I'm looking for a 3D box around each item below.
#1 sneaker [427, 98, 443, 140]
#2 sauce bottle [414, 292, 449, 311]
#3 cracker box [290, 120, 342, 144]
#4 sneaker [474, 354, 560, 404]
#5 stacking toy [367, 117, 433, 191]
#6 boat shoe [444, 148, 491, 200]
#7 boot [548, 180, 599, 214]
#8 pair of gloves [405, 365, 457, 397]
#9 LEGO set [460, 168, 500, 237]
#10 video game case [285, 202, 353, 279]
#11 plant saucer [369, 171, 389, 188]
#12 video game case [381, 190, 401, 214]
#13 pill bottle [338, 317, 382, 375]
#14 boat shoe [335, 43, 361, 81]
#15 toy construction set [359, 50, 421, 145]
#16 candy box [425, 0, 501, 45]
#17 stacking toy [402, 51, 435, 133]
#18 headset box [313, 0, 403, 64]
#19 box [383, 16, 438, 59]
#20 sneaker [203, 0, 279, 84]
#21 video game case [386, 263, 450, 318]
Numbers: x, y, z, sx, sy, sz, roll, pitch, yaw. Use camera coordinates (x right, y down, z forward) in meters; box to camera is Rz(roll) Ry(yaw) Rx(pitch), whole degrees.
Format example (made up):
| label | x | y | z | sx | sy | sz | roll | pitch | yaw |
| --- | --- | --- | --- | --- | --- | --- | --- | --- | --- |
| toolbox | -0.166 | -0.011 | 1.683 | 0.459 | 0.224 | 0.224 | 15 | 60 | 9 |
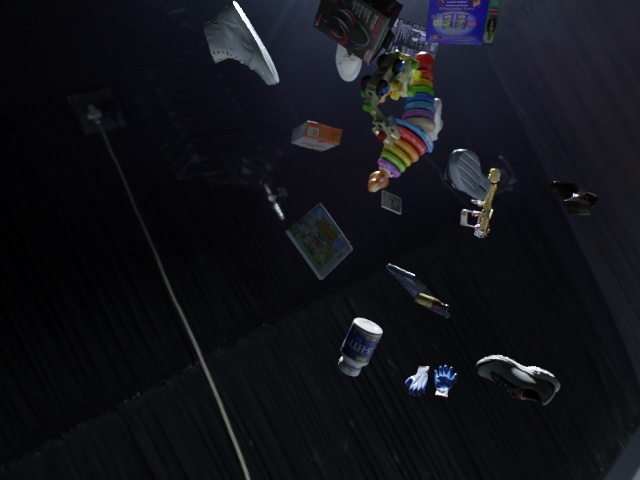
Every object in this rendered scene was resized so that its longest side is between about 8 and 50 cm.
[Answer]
| label | x | y | z | sx | sy | sz | roll | pitch | yaw |
| --- | --- | --- | --- | --- | --- | --- | --- | --- | --- |
| sneaker | 0.544 | -0.568 | 2.250 | 0.094 | 0.080 | 0.212 | -7 | -48 | -19 |
| sauce bottle | 0.428 | 0.241 | 1.837 | 0.042 | 0.128 | 0.042 | -51 | -26 | -38 |
| cracker box | -0.023 | -0.442 | 2.041 | 0.156 | 0.067 | 0.232 | 10 | 0 | -19 |
| sneaker | 0.636 | 0.462 | 1.581 | 0.272 | 0.100 | 0.108 | 7 | 41 | 45 |
| stacking toy | 0.285 | -0.312 | 1.870 | 0.301 | 0.166 | 0.175 | -53 | -40 | -2 |
| boat shoe | 0.484 | -0.222 | 1.644 | 0.335 | 0.119 | 0.121 | 29 | -93 | -55 |
| boot | 0.510 | -0.086 | 0.982 | 0.107 | 0.037 | 0.114 | 24 | 33 | 33 |
| pair of gloves | 0.439 | 0.559 | 1.900 | 0.198 | 0.023 | 0.159 | -5 | 29 | 30 |
| LEGO set | 0.620 | -0.141 | 1.867 | 0.107 | 0.286 | 0.132 | 14 | 31 | 25 |
| video game case | 0.000 | 0.000 | 1.688 | 0.193 | 0.212 | 0.023 | -42 | 11 | -37 |
| plant saucer | 0.242 | -0.252 | 1.960 | 0.084 | 0.083 | 0.015 | -26 | -22 | -14 |
| video game case | 0.343 | -0.183 | 2.298 | 0.122 | 0.087 | 0.011 | 18 | -28 | -30 |
| pill bottle | 0.136 | 0.384 | 1.707 | 0.186 | 0.112 | 0.112 | -68 | -15 | 13 |
| boat shoe | 0.147 | -0.894 | 2.231 | 0.136 | 0.156 | 0.367 | 6 | -43 | -3 |
| toy construction set | 0.223 | -0.479 | 1.552 | 0.151 | 0.327 | 0.215 | 12 | -25 | 17 |
| candy box | 0.589 | -0.972 | 1.945 | 0.268 | 0.316 | 0.122 | 22 | 31 | 36 |
| stacking toy | 0.413 | -0.616 | 1.968 | 0.141 | 0.329 | 0.141 | 5 | -4 | 0 |
| headset box | 0.142 | -0.804 | 1.725 | 0.110 | 0.293 | 0.218 | -53 | -1 | -28 |
| box | 0.425 | -0.890 | 2.306 | 0.243 | 0.307 | 0.076 | 15 | 8 | -1 |
| sneaker | -0.280 | -0.640 | 1.646 | 0.169 | 0.292 | 0.108 | -29 | 14 | 14 |
| video game case | 0.411 | 0.213 | 2.018 | 0.026 | 0.274 | 0.196 | -49 | 26 | -8 |
